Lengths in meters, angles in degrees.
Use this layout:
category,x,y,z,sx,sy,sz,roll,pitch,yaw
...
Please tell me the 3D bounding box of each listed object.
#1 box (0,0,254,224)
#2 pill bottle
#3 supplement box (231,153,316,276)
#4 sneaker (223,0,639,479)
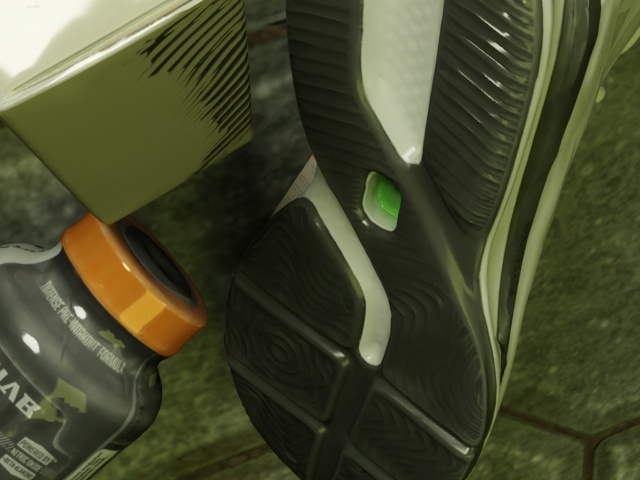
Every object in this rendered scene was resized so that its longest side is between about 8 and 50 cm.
category,x,y,z,sx,sy,sz,roll,pitch,yaw
box,-0.092,-0.089,0.565,0.094,0.113,0.275,-31,176,-4
pill bottle,-0.177,0.090,0.756,0.245,0.130,0.130,-42,135,7
supplement box,0.000,0.000,0.845,0.062,0.036,0.098,20,113,-39
sneaker,0.100,-0.041,0.742,0.257,0.169,0.447,-36,151,-37
